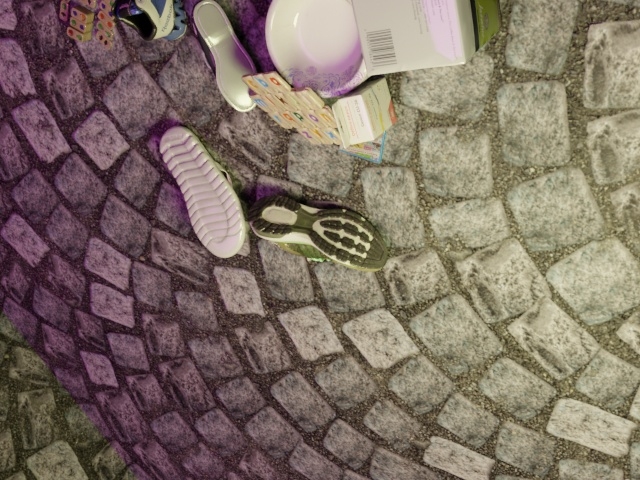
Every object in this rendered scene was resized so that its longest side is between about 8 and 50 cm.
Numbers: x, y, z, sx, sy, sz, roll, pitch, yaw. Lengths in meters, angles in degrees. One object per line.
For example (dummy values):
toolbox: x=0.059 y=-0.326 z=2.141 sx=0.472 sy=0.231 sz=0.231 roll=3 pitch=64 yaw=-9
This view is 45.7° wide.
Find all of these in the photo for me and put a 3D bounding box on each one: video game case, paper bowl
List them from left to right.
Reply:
paper bowl: x=0.022 y=-0.495 z=1.808 sx=0.284 sy=0.148 sz=0.284 roll=14 pitch=123 yaw=23
video game case: x=0.113 y=-0.291 z=1.959 sx=0.119 sy=0.015 sz=0.166 roll=20 pitch=125 yaw=18

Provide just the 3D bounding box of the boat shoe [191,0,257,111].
boat shoe: x=-0.249 y=-0.488 z=2.009 sx=0.114 sy=0.091 sz=0.303 roll=-22 pitch=109 yaw=-9

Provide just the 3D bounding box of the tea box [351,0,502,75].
tea box: x=0.214 y=-0.548 z=1.555 sx=0.220 sy=0.323 sz=0.329 roll=-1 pitch=115 yaw=29

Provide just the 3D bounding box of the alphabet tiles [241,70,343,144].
alphabet tiles: x=-0.064 y=-0.333 z=1.922 sx=0.278 sy=0.021 sz=0.284 roll=39 pitch=166 yaw=-31

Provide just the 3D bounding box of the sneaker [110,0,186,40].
sneaker: x=-0.459 y=-0.659 z=1.968 sx=0.127 sy=0.182 sz=0.316 roll=1 pitch=117 yaw=28

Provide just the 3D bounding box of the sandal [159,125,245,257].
sandal: x=-0.326 y=-0.153 z=2.244 sx=0.169 sy=0.102 sz=0.416 roll=-25 pitch=90 yaw=22

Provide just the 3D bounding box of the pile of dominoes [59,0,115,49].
pile of dominoes: x=-0.667 y=-0.686 z=2.163 sx=0.196 sy=0.040 sz=0.251 roll=31 pitch=128 yaw=12

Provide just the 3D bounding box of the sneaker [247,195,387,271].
sneaker: x=0.000 y=0.000 z=2.146 sx=0.410 sy=0.158 sz=0.182 roll=20 pitch=156 yaw=16

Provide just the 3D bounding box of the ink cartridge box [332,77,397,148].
ink cartridge box: x=0.107 y=-0.304 z=1.816 sx=0.067 sy=0.198 sz=0.115 roll=-7 pitch=112 yaw=32
